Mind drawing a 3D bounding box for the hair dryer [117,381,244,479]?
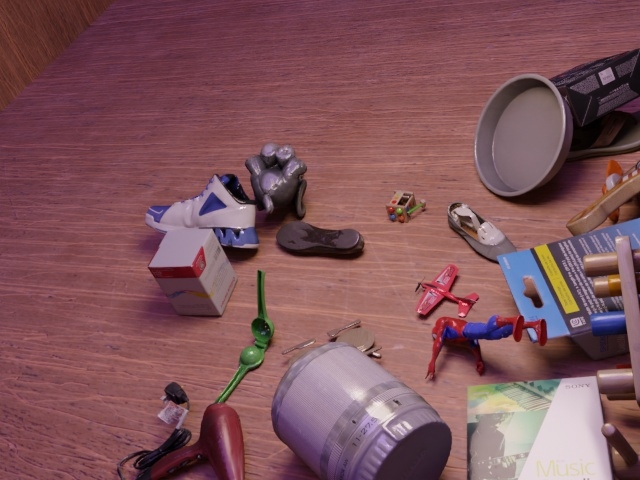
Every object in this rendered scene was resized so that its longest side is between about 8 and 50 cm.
[{"bbox_3d":[-0.247,0.420,1.425,0.294,0.080,0.223,12,65,39],"label":"hair dryer"}]

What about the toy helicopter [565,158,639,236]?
[{"bbox_3d":[0.656,-0.115,1.562,0.355,0.140,0.235,-35,2,-17],"label":"toy helicopter"}]

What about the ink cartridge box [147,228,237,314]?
[{"bbox_3d":[-0.299,0.078,1.722,0.127,0.176,0.128,-3,43,23],"label":"ink cartridge box"}]

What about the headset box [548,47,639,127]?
[{"bbox_3d":[0.642,-0.367,1.812,0.218,0.110,0.293,-27,10,-9],"label":"headset box"}]

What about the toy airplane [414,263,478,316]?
[{"bbox_3d":[0.275,0.116,1.564,0.151,0.028,0.151,-11,43,11],"label":"toy airplane"}]

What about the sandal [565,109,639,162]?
[{"bbox_3d":[0.690,-0.268,1.776,0.303,0.086,0.120,-14,41,7],"label":"sandal"}]

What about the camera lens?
[{"bbox_3d":[0.064,0.325,1.271,0.219,0.219,0.274,-38,44,-20],"label":"camera lens"}]

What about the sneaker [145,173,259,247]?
[{"bbox_3d":[-0.286,-0.089,1.878,0.316,0.127,0.182,10,92,23],"label":"sneaker"}]

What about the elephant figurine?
[{"bbox_3d":[-0.094,-0.136,1.898,0.186,0.239,0.169,-40,66,-8],"label":"elephant figurine"}]

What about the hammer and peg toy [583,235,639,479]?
[{"bbox_3d":[0.510,0.192,1.147,0.127,0.266,0.361,-8,71,23],"label":"hammer and peg toy"}]

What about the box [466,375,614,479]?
[{"bbox_3d":[0.363,0.378,1.207,0.232,0.058,0.322,-9,40,19],"label":"box"}]

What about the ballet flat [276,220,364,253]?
[{"bbox_3d":[0.000,0.000,1.788,0.250,0.058,0.084,3,67,32],"label":"ballet flat"}]

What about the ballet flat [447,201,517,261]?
[{"bbox_3d":[0.362,-0.023,1.652,0.072,0.068,0.213,-32,42,-14],"label":"ballet flat"}]

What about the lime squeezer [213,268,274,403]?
[{"bbox_3d":[-0.148,0.225,1.565,0.059,0.110,0.310,17,82,15],"label":"lime squeezer"}]

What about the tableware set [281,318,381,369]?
[{"bbox_3d":[0.027,0.243,1.516,0.194,0.039,0.128,-22,28,-11],"label":"tableware set"}]

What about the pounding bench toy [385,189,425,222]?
[{"bbox_3d":[0.212,-0.081,1.786,0.083,0.052,0.065,10,49,30],"label":"pounding bench toy"}]

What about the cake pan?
[{"bbox_3d":[0.483,-0.247,1.726,0.054,0.293,0.293,7,30,-31],"label":"cake pan"}]

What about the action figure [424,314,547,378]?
[{"bbox_3d":[0.296,0.209,1.377,0.280,0.092,0.139,-9,70,63],"label":"action figure"}]

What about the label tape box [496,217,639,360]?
[{"bbox_3d":[0.544,0.100,1.414,0.334,0.106,0.240,-15,42,6],"label":"label tape box"}]
